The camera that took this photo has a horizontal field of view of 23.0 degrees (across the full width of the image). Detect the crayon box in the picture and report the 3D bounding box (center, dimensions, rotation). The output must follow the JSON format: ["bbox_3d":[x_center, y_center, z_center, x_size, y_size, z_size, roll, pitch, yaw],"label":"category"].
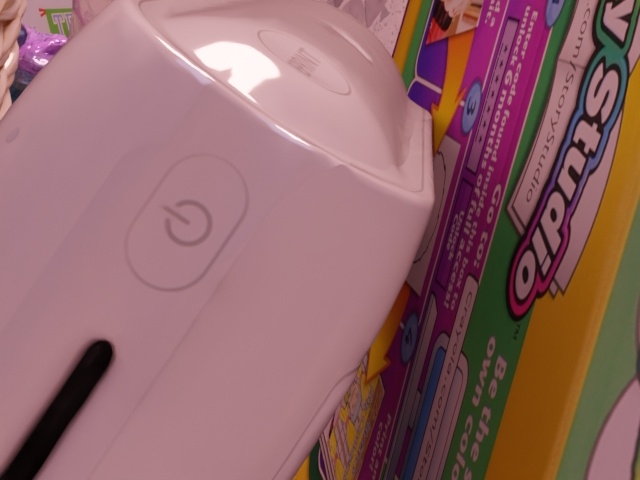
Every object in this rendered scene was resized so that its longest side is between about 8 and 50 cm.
[{"bbox_3d":[0.092,0.003,0.569,0.106,0.363,0.313,12,11,-12],"label":"crayon box"}]

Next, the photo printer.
[{"bbox_3d":[-0.068,0.044,0.472,0.107,0.256,0.307,34,11,-3],"label":"photo printer"}]

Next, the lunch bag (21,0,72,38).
[{"bbox_3d":[-0.175,-0.129,1.242,0.303,0.243,0.115,13,11,0],"label":"lunch bag"}]

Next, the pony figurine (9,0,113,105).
[{"bbox_3d":[-0.106,-0.050,0.965,0.351,0.303,0.363,-4,-5,29],"label":"pony figurine"}]

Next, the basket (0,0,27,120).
[{"bbox_3d":[-0.289,-0.074,0.569,0.331,0.266,0.328,14,27,-4],"label":"basket"}]
